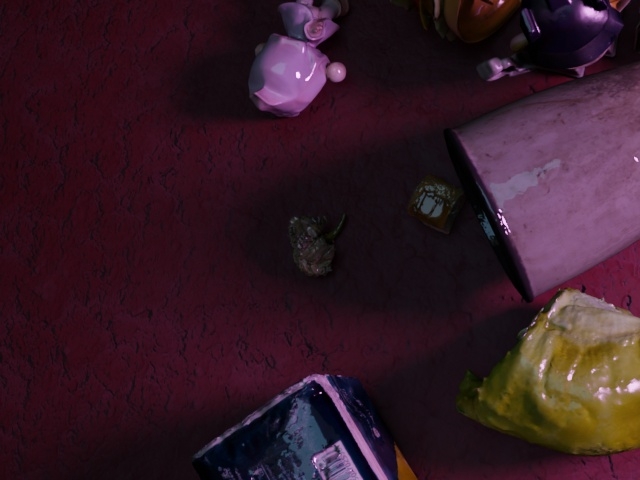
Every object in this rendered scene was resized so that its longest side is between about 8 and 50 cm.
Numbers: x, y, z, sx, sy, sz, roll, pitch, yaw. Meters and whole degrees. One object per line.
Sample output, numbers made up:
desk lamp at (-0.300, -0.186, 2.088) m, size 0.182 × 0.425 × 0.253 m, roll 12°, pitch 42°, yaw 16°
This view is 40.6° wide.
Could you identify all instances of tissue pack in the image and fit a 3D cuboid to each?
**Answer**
tissue pack at (0.031, 0.443, 1.324) m, size 0.264 × 0.253 × 0.416 m, roll -37°, pitch 68°, yaw 9°

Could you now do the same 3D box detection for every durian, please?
durian at (0.390, 0.198, 1.274) m, size 0.340 × 0.204 × 0.255 m, roll 20°, pitch 74°, yaw 22°

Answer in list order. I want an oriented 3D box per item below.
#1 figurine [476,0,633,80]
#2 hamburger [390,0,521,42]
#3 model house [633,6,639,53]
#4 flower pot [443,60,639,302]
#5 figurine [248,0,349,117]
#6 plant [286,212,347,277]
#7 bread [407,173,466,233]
figurine at (0.389, -0.337, 1.338) m, size 0.143 × 0.308 × 0.308 m, roll 43°, pitch 95°, yaw 13°
hamburger at (0.230, -0.487, 1.445) m, size 0.212 × 0.274 × 0.274 m, roll 40°, pitch 94°, yaw 25°
model house at (0.567, -0.403, 1.375) m, size 0.136 × 0.207 × 0.219 m, roll 13°, pitch 83°, yaw 60°
flower pot at (0.392, -0.100, 1.300) m, size 0.330 × 0.293 × 0.293 m, roll -24°, pitch 71°, yaw 7°
figurine at (-0.041, -0.353, 1.591) m, size 0.200 × 0.133 × 0.275 m, roll 20°, pitch 85°, yaw 27°
plant at (0.000, 0.000, 1.544) m, size 0.122 × 0.104 × 0.116 m, roll -24°, pitch 109°, yaw -17°
bread at (0.199, -0.062, 1.467) m, size 0.070 × 0.077 × 0.083 m, roll 26°, pitch 87°, yaw 27°
